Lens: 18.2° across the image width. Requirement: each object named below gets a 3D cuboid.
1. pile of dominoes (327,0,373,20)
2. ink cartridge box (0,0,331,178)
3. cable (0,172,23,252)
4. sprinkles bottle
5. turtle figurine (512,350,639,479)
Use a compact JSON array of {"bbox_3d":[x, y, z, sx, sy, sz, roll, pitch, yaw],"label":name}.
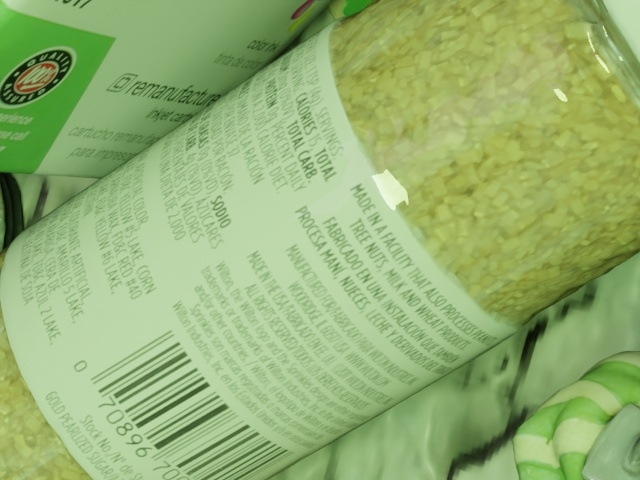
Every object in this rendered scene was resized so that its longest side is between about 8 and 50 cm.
[{"bbox_3d":[0.040,-0.166,0.708,0.251,0.040,0.196,37,98,26],"label":"pile of dominoes"},{"bbox_3d":[-0.033,-0.153,0.618,0.278,0.201,0.117,-44,76,14],"label":"ink cartridge box"},{"bbox_3d":[-0.209,0.093,0.766,0.287,0.072,0.139,-47,72,11],"label":"cable"},{"bbox_3d":[0.000,0.000,0.649,0.355,0.121,0.121,-32,70,19],"label":"sprinkles bottle"},{"bbox_3d":[0.149,0.107,0.507,0.275,0.198,0.266,-141,56,-66],"label":"turtle figurine"}]
